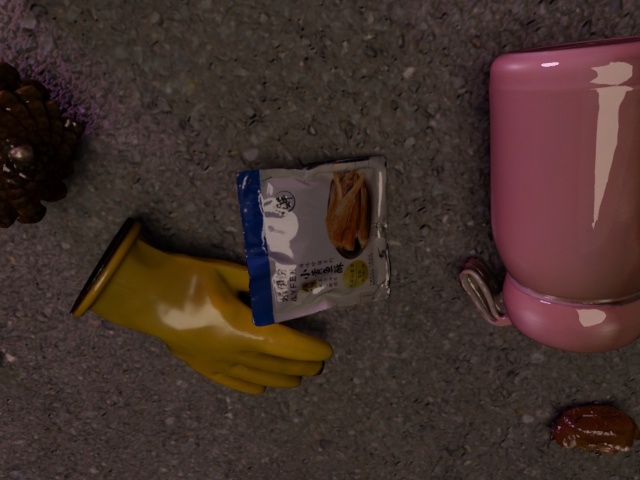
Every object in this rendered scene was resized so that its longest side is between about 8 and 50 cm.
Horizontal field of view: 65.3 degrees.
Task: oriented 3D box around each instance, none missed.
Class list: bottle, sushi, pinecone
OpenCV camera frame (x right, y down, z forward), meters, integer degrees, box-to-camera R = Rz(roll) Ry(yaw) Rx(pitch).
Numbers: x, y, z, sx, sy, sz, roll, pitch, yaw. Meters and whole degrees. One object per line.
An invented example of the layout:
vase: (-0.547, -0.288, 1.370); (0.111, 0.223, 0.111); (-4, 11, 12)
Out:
bottle: (0.244, -0.041, 0.504); (0.206, 0.173, 0.297); (5, 115, 30)
sushi: (0.366, 0.254, 0.663); (0.118, 0.061, 0.060); (3, 119, 18)
pinecone: (-0.327, -0.094, 0.474); (0.173, 0.173, 0.174); (0, 109, -1)

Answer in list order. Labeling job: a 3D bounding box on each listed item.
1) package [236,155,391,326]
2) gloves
package: (0.000, 0.000, 0.547); (0.173, 0.027, 0.171); (-11, 107, -22)
gloves: (-0.120, 0.099, 0.584); (0.294, 0.116, 0.133); (33, 133, -21)
